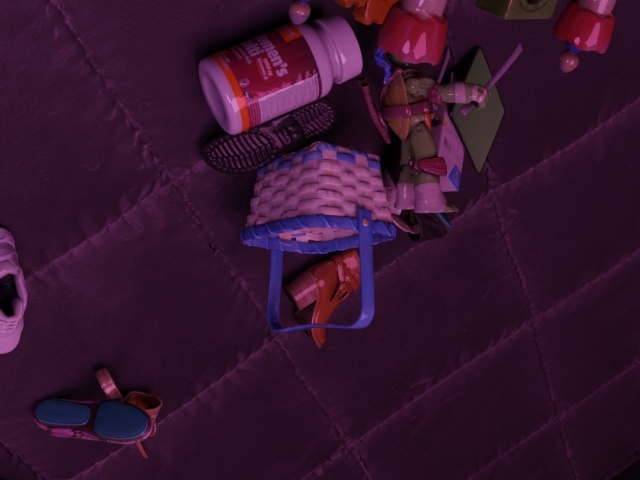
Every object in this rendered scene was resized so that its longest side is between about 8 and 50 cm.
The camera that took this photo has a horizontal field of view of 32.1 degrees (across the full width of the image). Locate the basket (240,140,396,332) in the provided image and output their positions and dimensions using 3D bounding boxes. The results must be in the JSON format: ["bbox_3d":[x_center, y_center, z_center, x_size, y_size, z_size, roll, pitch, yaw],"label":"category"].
[{"bbox_3d":[0.000,0.000,1.760,0.201,0.255,0.288,12,78,-37],"label":"basket"}]

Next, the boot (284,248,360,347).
[{"bbox_3d":[0.024,0.109,2.086,0.152,0.073,0.197,-33,143,-13],"label":"boot"}]

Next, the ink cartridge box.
[{"bbox_3d":[0.204,-0.185,1.898,0.062,0.181,0.104,-2,151,27],"label":"ink cartridge box"}]

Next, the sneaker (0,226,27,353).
[{"bbox_3d":[-0.482,0.099,1.658,0.090,0.115,0.232,-16,136,-24],"label":"sneaker"}]

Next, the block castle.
[{"bbox_3d":[0.184,-0.357,1.533,0.453,0.303,0.212,-12,130,-42],"label":"block castle"}]

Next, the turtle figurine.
[{"bbox_3d":[0.196,-0.180,1.717,0.275,0.198,0.266,-8,100,-48],"label":"turtle figurine"}]

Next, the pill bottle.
[{"bbox_3d":[-0.058,-0.250,1.635,0.221,0.121,0.121,-25,139,-15],"label":"pill bottle"}]

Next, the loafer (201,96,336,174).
[{"bbox_3d":[-0.081,-0.172,1.730,0.220,0.078,0.080,-20,125,5],"label":"loafer"}]

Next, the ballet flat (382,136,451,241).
[{"bbox_3d":[0.158,-0.075,1.994,0.096,0.095,0.280,-25,141,8],"label":"ballet flat"}]

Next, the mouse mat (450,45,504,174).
[{"bbox_3d":[0.276,-0.224,1.935,0.152,0.007,0.189,-65,147,-23],"label":"mouse mat"}]

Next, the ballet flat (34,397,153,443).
[{"bbox_3d":[-0.382,0.315,1.910,0.222,0.077,0.079,3,149,14],"label":"ballet flat"}]

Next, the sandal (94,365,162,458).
[{"bbox_3d":[-0.324,0.301,1.997,0.079,0.088,0.240,-29,134,-11],"label":"sandal"}]
